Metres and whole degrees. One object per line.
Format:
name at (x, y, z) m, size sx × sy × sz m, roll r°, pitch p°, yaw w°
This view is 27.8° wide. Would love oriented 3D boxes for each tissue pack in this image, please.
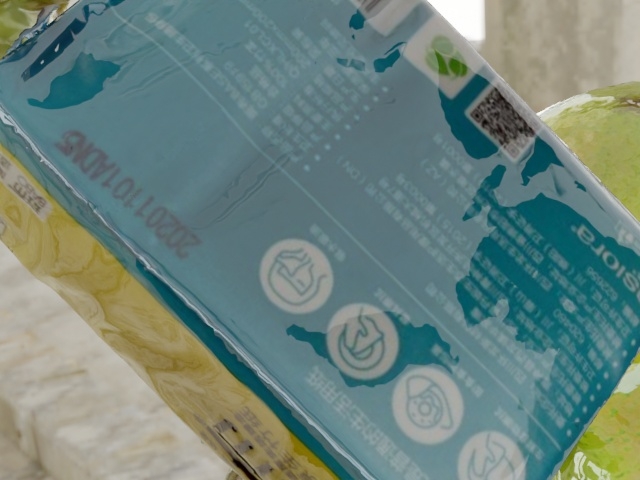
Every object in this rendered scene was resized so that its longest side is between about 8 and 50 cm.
tissue pack at (0.000, 0.000, 0.562) m, size 0.192 × 0.271 × 0.134 m, roll -45°, pitch -178°, yaw -27°

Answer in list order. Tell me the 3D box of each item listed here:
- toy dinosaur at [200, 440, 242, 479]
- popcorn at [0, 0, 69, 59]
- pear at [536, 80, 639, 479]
toy dinosaur at (-0.050, 0.115, 0.783) m, size 0.058 × 0.180 × 0.037 m, roll 30°, pitch -132°, yaw 9°
popcorn at (-0.222, -0.162, 0.631) m, size 0.204 × 0.183 × 0.221 m, roll -27°, pitch -111°, yaw -31°
pear at (0.245, 0.069, 1.057) m, size 0.391 × 0.391 × 0.391 m, roll -4°, pitch -154°, yaw 2°
